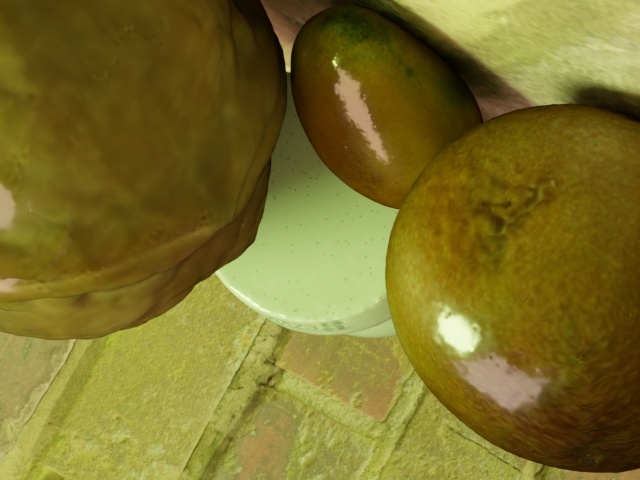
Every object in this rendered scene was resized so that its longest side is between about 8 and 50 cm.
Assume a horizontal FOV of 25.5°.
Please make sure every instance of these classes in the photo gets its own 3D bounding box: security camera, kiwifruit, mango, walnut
[{"bbox_3d":[0.032,-0.016,1.049,0.195,0.194,0.236,27,180,22],"label":"security camera"},{"bbox_3d":[0.145,0.032,0.776,0.196,0.196,0.234,26,172,31],"label":"kiwifruit"},{"bbox_3d":[0.036,-0.082,0.854,0.111,0.089,0.163,3,148,46],"label":"mango"},{"bbox_3d":[-0.177,-0.088,0.855,0.344,0.306,0.306,34,180,29],"label":"walnut"}]
